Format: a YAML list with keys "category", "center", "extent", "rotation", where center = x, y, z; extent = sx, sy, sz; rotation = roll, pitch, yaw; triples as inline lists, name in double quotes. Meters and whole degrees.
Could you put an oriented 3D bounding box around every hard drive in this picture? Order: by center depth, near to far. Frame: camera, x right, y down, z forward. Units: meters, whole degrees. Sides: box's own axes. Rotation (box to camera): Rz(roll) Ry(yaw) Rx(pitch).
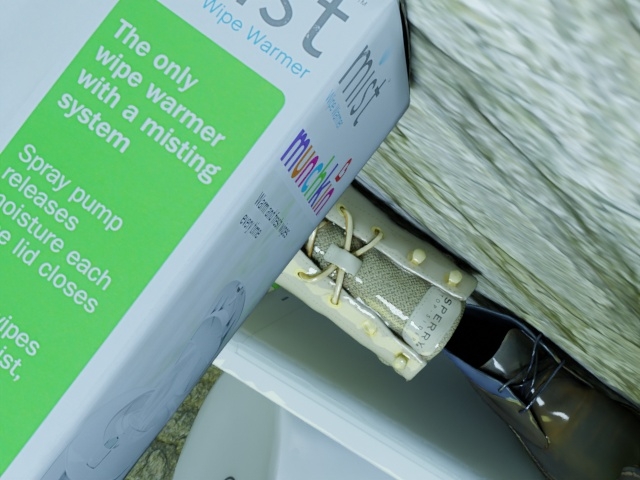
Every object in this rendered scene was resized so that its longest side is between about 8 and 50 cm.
- category: "hard drive"
  center: [0.081, 0.130, 0.984]
  extent: [0.307, 0.040, 0.203]
  rotation: [29, -159, 17]

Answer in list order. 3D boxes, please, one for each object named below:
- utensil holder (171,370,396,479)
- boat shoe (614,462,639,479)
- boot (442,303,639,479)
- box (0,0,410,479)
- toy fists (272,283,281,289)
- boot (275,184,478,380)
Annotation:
- category: "utensil holder"
  center: [0.077, 0.287, 1.097]
  extent: [0.385, 0.327, 0.327]
  rotation: [19, -177, -18]
- category: "boat shoe"
  center: [0.283, 0.245, 0.800]
  extent: [0.132, 0.130, 0.355]
  rotation: [41, 173, 48]
- category: "boot"
  center: [0.158, 0.118, 0.881]
  extent: [0.106, 0.082, 0.219]
  rotation: [37, 180, -37]
- category: "box"
  center: [-0.139, -0.045, 0.404]
  extent: [0.262, 0.231, 0.127]
  rotation: [38, 178, 10]
- category: "toy fists"
  center: [-0.037, 0.017, 1.557]
  extent: [0.142, 0.096, 0.279]
  rotation: [38, 176, -25]
- category: "boot"
  center: [0.000, 0.000, 0.781]
  extent: [0.203, 0.095, 0.262]
  rotation: [38, 179, 10]
